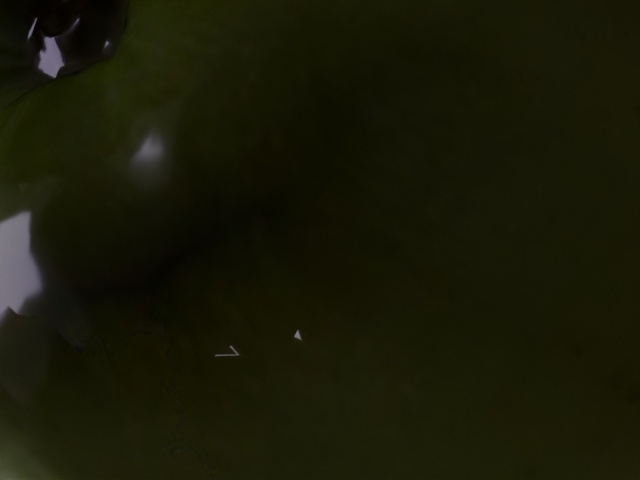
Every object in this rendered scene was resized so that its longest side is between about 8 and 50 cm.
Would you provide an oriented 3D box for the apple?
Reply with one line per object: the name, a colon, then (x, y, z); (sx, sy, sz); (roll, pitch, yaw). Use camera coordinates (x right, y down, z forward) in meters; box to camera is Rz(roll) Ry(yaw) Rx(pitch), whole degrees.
apple: (0.000, 0.000, 0.822); (0.473, 0.473, 0.473); (-174, 90, -73)
